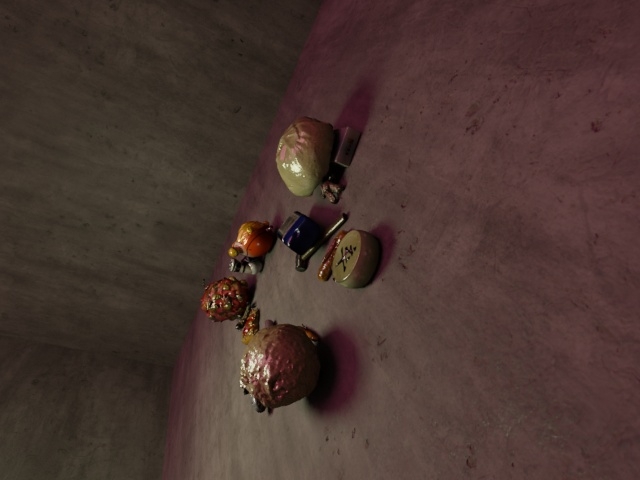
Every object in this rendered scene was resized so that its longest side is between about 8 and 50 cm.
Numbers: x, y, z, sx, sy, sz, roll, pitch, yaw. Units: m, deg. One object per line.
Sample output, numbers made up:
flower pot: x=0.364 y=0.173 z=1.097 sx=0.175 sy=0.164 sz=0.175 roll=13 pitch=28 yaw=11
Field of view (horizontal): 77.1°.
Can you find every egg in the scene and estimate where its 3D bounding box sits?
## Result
egg: x=-0.130 y=0.402 z=1.298 sx=0.310 sy=0.279 sz=0.279 roll=143 pitch=142 yaw=-71

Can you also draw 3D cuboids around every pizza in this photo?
pizza: x=-0.363 y=0.437 z=2.081 sx=0.188 sy=0.062 sz=0.198 roll=-39 pitch=37 yaw=50

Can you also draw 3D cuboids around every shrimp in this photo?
shrimp: x=-0.409 y=0.413 z=2.179 sx=0.219 sy=0.046 sz=0.152 roll=-79 pitch=12 yaw=-83
shrimp: x=-0.246 y=0.609 z=1.658 sx=0.090 sy=0.079 sz=0.233 roll=-20 pitch=22 yaw=4

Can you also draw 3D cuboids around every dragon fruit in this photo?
dragon fruit: x=-0.538 y=0.325 z=2.334 sx=0.291 sy=0.250 sz=0.269 roll=-41 pitch=41 yaw=25

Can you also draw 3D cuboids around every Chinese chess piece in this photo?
Chinese chess piece: x=0.108 y=0.058 z=1.269 sx=0.188 sy=0.083 sz=0.188 roll=-53 pitch=26 yaw=39

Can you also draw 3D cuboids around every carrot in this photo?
carrot: x=-0.051 y=0.341 z=1.466 sx=0.190 sy=0.037 sz=0.037 roll=-6 pitch=67 yaw=64

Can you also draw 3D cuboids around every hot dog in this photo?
hot dog: x=0.041 y=0.053 z=1.475 sx=0.215 sy=0.047 sz=0.066 roll=-62 pitch=21 yaw=21

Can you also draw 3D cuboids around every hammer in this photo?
hammer: x=0.000 y=0.000 z=1.634 sx=0.365 sy=0.044 sz=0.111 roll=-44 pitch=33 yaw=44

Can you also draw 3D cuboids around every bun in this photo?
bun: x=-0.089 y=-0.382 z=1.760 sx=0.364 sy=0.202 sz=0.364 roll=-166 pitch=90 yaw=-71

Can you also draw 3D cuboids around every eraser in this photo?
eraser: x=-0.096 y=-0.040 z=1.723 sx=0.155 sy=0.102 sz=0.332 roll=-53 pitch=16 yaw=-1

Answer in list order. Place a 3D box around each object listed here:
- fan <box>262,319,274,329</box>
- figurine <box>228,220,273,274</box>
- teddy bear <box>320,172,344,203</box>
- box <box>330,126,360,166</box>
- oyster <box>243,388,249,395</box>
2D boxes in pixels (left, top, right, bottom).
fan: x=-0.220 y=0.426 z=1.752 sx=0.244 sy=0.074 sz=0.130 roll=-115 pitch=37 yaw=-67
figurine: x=-0.378 y=0.027 z=2.276 sx=0.320 sy=0.196 sz=0.323 roll=-30 pitch=-37 yaw=-59
teddy bear: x=0.032 y=-0.221 z=1.680 sx=0.119 sy=0.078 sz=0.160 roll=-66 pitch=23 yaw=21
box: x=0.075 y=-0.401 z=1.740 sx=0.243 sy=0.067 sz=0.155 roll=25 pitch=98 yaw=69
oyster: x=-0.302 y=0.586 z=1.758 sx=0.177 sy=0.064 sz=0.124 roll=-67 pitch=-13 yaw=-56
